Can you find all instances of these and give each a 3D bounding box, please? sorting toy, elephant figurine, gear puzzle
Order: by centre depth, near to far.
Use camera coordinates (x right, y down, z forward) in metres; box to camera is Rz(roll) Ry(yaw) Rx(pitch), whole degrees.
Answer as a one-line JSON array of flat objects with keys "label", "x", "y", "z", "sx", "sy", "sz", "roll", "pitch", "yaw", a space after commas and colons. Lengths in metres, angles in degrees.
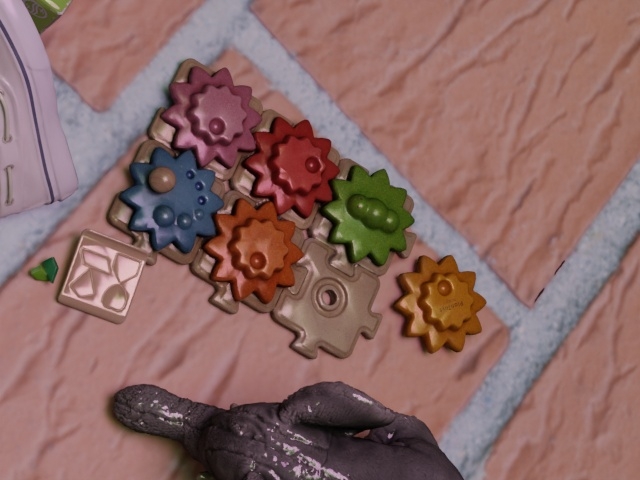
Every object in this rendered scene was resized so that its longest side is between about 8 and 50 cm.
[{"label": "elephant figurine", "x": -0.012, "y": 0.178, "z": 1.304, "sx": 0.239, "sy": 0.186, "sz": 0.169, "roll": 33, "pitch": 32, "yaw": -31}, {"label": "sorting toy", "x": -0.180, "y": 0.023, "z": 1.343, "sx": 0.083, "sy": 0.012, "sz": 0.062, "roll": 22, "pitch": 86, "yaw": -23}, {"label": "gear puzzle", "x": 0.000, "y": 0.000, "z": 1.424, "sx": 0.339, "sy": 0.044, "sz": 0.175, "roll": 31, "pitch": 68, "yaw": -19}]

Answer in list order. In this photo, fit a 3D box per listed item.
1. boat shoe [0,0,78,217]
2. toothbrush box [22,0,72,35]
[{"label": "boat shoe", "x": -0.236, "y": -0.105, "z": 1.253, "sx": 0.075, "sy": 0.083, "sz": 0.226, "roll": -30, "pitch": 130, "yaw": -19}, {"label": "toothbrush box", "x": -0.270, "y": -0.313, "z": 1.302, "sx": 0.283, "sy": 0.122, "sz": 0.206, "roll": 38, "pitch": 66, "yaw": -15}]
